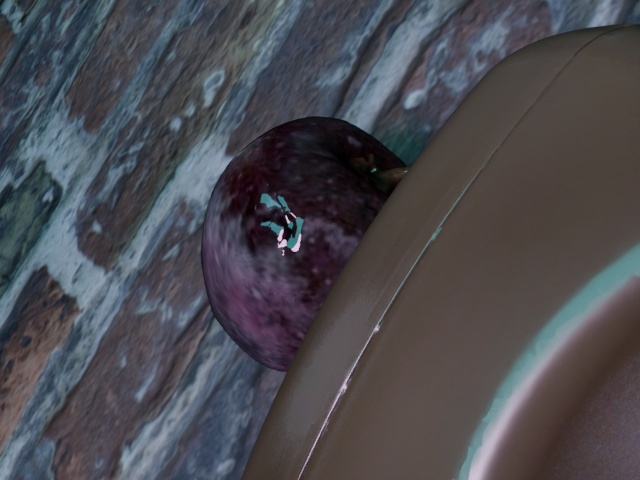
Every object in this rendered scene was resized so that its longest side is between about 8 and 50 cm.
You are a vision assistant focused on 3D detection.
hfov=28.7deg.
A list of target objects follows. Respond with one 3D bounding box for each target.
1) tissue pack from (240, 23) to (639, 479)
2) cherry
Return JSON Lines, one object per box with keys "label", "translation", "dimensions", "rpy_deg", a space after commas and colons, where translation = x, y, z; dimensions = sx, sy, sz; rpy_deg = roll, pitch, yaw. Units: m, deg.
{"label": "tissue pack", "translation": [0.126, 0.095, 0.631], "dimensions": [0.277, 0.267, 0.387], "rpy_deg": [30, 92, 56]}
{"label": "cherry", "translation": [-0.004, 0.009, 0.933], "dimensions": [0.195, 0.195, 0.195], "rpy_deg": [-30, 46, 36]}
